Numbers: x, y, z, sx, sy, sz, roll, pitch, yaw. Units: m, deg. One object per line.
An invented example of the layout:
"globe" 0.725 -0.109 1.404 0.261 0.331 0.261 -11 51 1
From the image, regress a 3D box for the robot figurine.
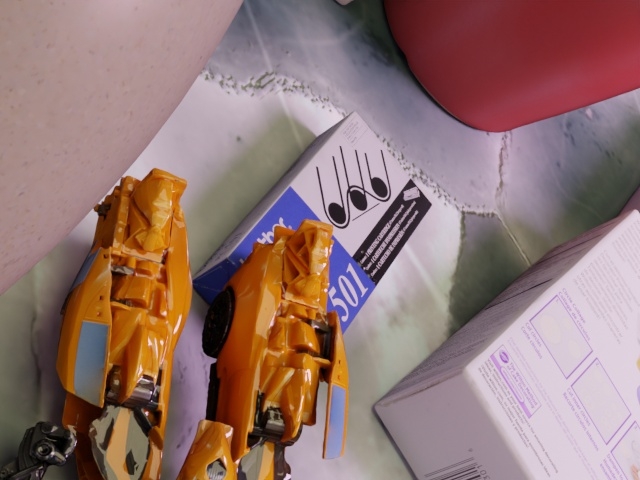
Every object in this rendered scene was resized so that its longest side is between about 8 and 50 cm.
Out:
"robot figurine" -0.072 0.114 0.736 0.211 0.085 0.291 17 60 -24

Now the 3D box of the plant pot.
"plant pot" 0.204 -0.231 1.127 0.275 0.243 0.275 24 52 -35

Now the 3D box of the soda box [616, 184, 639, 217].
"soda box" 0.355 -0.016 1.268 0.091 0.098 0.286 55 40 -6

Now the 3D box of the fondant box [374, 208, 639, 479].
"fondant box" 0.214 0.145 1.029 0.330 0.096 0.238 -32 92 -49

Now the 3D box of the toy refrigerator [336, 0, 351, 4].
"toy refrigerator" -0.035 -0.327 1.055 0.269 0.094 0.102 41 43 -22

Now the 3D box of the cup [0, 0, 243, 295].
"cup" -0.210 -0.093 0.601 0.331 0.331 0.237 25 76 -35

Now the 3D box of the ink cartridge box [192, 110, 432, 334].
"ink cartridge box" 0.000 0.000 0.931 0.097 0.046 0.207 50 42 -10
